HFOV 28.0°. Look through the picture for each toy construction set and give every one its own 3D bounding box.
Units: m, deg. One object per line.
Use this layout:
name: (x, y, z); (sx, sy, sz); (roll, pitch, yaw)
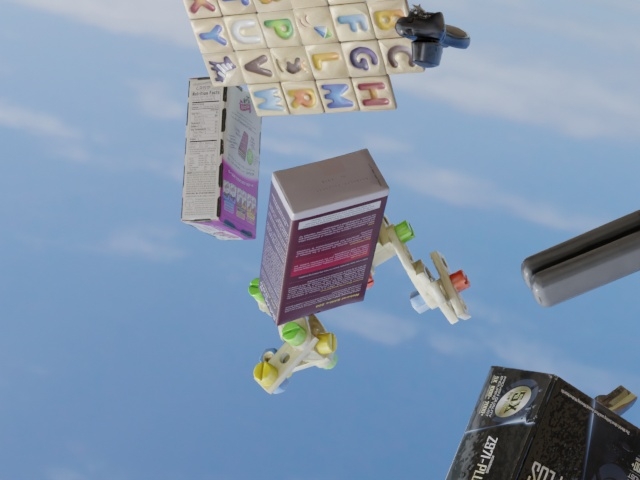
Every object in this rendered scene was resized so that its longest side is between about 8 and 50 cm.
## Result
toy construction set: (0.042, 0.074, 1.816); (0.327, 0.151, 0.215); (-20, -128, 4)

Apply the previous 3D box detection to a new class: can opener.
can opener: (0.363, -0.021, 1.482); (0.283, 0.095, 0.076); (-23, -149, 2)
can opener: (0.140, -0.256, 1.611); (0.059, 0.073, 0.186); (17, -167, 18)

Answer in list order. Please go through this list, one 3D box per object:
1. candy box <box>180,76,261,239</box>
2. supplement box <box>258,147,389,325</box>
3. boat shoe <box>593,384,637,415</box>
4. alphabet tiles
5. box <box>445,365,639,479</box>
candy box: (-0.156, -0.129, 2.052); (0.071, 0.233, 0.159); (-1, 169, 19)
supplement box: (0.000, 0.000, 1.611); (0.130, 0.239, 0.073); (-15, -124, -19)
boat shoe: (0.522, 0.311, 2.377); (0.152, 0.056, 0.049); (-18, -128, -39)
alphabet tiles: (-0.030, -0.302, 1.816); (0.342, 0.285, 0.011); (0, -145, 26)
box: (0.196, 0.206, 1.047); (0.180, 0.147, 0.077); (33, 164, -29)
